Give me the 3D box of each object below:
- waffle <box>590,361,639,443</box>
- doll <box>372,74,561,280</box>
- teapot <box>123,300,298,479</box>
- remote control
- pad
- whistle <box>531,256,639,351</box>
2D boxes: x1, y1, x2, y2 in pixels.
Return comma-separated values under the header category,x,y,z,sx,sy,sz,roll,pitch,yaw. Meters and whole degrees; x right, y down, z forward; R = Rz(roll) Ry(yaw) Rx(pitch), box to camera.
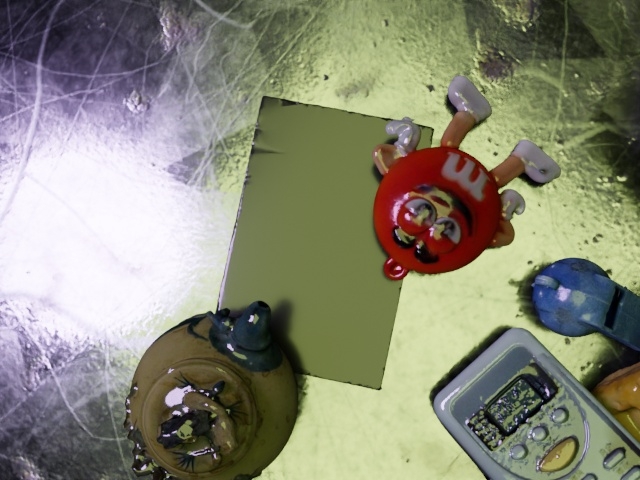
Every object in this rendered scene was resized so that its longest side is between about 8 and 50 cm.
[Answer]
category,x,y,z,sx,sy,sz,roll,pitch,yaw
waffle,0.393,0.156,0.692,0.168,0.274,0.057,49,50,8
doll,0.132,-0.055,0.789,0.183,0.085,0.217,44,79,2
teapot,-0.118,0.176,0.737,0.173,0.182,0.269,31,92,3
remote control,0.252,0.234,0.740,0.140,0.056,0.296,-43,68,4
pad,0.000,0.000,0.834,0.202,0.005,0.299,11,87,4
whistle,0.276,0.066,0.784,0.158,0.090,0.090,26,87,-34
